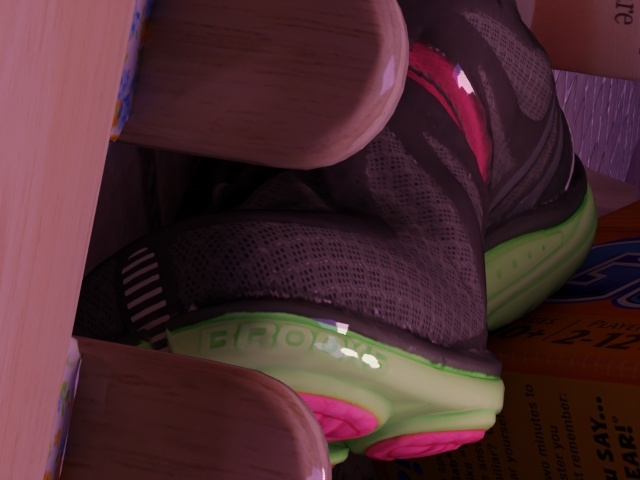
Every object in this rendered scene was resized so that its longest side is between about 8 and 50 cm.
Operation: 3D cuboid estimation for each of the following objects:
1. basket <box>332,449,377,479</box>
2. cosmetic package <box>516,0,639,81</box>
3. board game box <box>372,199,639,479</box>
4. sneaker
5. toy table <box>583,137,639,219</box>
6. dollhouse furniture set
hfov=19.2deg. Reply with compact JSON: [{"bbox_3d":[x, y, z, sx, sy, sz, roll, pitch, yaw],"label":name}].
[{"bbox_3d":[0.056,0.081,1.106,0.113,0.103,0.167,161,-57,-75],"label":"basket"},{"bbox_3d":[0.197,-0.187,1.148,0.153,0.296,0.129,83,20,-48],"label":"cosmetic package"},{"bbox_3d":[0.289,0.165,0.974,0.356,0.356,0.357,-23,105,-36],"label":"board game box"},{"bbox_3d":[-0.002,-0.027,0.805,0.483,0.185,0.202,-43,120,-71],"label":"sneaker"},{"bbox_3d":[0.189,0.011,1.450,0.274,0.160,0.252,93,0,-58],"label":"toy table"},{"bbox_3d":[-0.025,-0.093,0.394,0.362,0.256,0.394,28,71,-75],"label":"dollhouse furniture set"}]
